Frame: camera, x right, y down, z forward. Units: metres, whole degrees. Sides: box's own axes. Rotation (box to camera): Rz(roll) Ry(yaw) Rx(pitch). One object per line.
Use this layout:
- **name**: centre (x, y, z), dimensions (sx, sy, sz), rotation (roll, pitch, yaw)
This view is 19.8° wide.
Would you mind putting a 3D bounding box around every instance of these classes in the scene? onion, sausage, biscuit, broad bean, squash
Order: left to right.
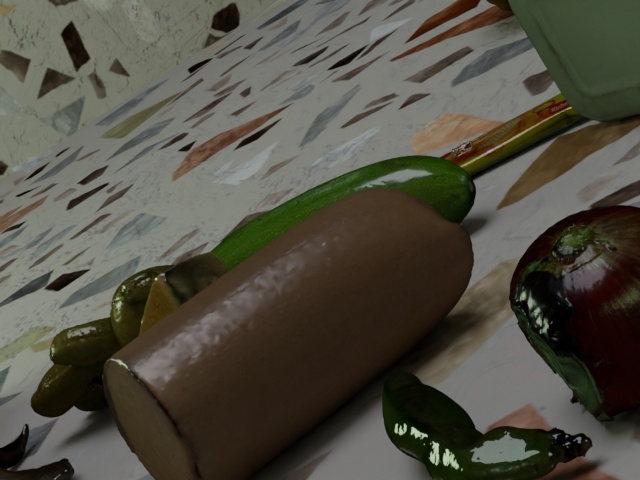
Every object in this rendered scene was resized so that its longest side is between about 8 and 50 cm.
- **biscuit**: centre (-0.100, 0.074, 1.362), dimensions (0.056, 0.052, 0.188), rotation (-26, -22, -24)
- **sausage**: centre (-0.019, 0.064, 1.254), dimensions (0.253, 0.123, 0.123), rotation (-35, 14, -22)
- **squash**: centre (0.001, -0.002, 1.519), dimensions (0.292, 0.082, 0.082), rotation (-24, 16, 29)
- **broad bean**: centre (0.076, 0.113, 1.037), dimensions (0.061, 0.046, 0.195), rotation (-25, 15, -24)
- **biscuit**: centre (0.118, -0.062, 1.599), dimensions (0.292, 0.026, 0.048), rotation (-28, 34, 16)
- **onion**: centre (0.163, 0.035, 1.011), dimensions (0.119, 0.118, 0.117), rotation (-33, 47, -8)

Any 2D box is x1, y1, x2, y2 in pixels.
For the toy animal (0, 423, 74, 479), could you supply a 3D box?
- **toy animal**: centre (-0.294, 0.160, 1.497), dimensions (0.272, 0.160, 0.197), rotation (-16, 18, 27)

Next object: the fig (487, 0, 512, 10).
- **fig**: centre (0.224, -0.452, 2.042), dimensions (0.286, 0.368, 0.286), rotation (-27, 4, 2)

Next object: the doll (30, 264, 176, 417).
- **doll**: centre (-0.149, 0.098, 1.507), dimensions (0.137, 0.097, 0.209), rotation (10, -40, -41)

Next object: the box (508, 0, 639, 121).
- **box**: centre (0.375, -0.269, 1.463), dimensions (0.344, 0.177, 0.352), rotation (-42, 18, -32)
